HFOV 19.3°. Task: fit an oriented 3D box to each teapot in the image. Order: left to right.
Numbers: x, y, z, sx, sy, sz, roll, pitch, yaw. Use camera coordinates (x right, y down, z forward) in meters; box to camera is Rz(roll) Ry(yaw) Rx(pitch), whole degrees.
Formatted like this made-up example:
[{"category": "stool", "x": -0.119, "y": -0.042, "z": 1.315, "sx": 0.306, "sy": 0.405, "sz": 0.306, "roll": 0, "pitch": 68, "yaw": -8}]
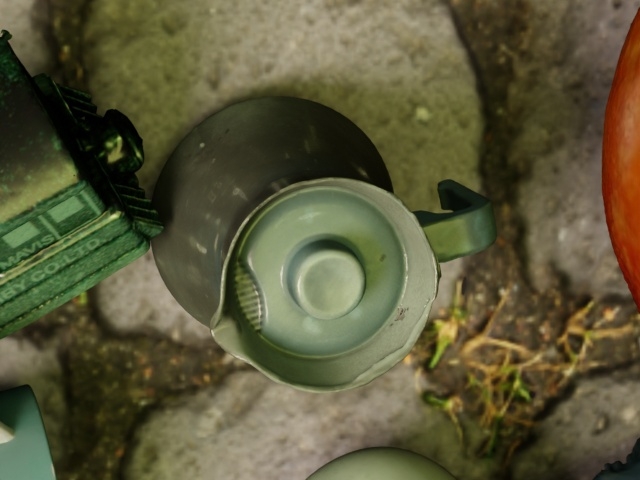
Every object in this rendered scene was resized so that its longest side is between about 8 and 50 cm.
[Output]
[{"category": "teapot", "x": 0.000, "y": 0.000, "z": 1.209, "sx": 0.203, "sy": 0.225, "sz": 0.171, "roll": -16, "pitch": 105, "yaw": -8}]

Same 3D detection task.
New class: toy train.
[{"category": "toy train", "x": -0.264, "y": 0.001, "z": 1.166, "sx": 0.330, "sy": 0.178, "sz": 0.138, "roll": -30, "pitch": 73, "yaw": -3}]

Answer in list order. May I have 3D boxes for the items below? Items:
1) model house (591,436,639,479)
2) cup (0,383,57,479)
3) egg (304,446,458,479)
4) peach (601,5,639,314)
[{"category": "model house", "x": 0.274, "y": 0.300, "z": 1.296, "sx": 0.237, "sy": 0.215, "sz": 0.303, "roll": -21, "pitch": 113, "yaw": -51}, {"category": "cup", "x": -0.256, "y": 0.188, "z": 1.221, "sx": 0.173, "sy": 0.167, "sz": 0.300, "roll": -11, "pitch": 135, "yaw": -12}, {"category": "egg", "x": 0.028, "y": 0.324, "z": 1.283, "sx": 0.230, "sy": 0.230, "sz": 0.371, "roll": 5, "pitch": 93, "yaw": -13}, {"category": "peach", "x": 0.346, "y": -0.074, "z": 1.234, "sx": 0.372, "sy": 0.290, "sz": 0.373, "roll": -2, "pitch": 100, "yaw": -12}]
